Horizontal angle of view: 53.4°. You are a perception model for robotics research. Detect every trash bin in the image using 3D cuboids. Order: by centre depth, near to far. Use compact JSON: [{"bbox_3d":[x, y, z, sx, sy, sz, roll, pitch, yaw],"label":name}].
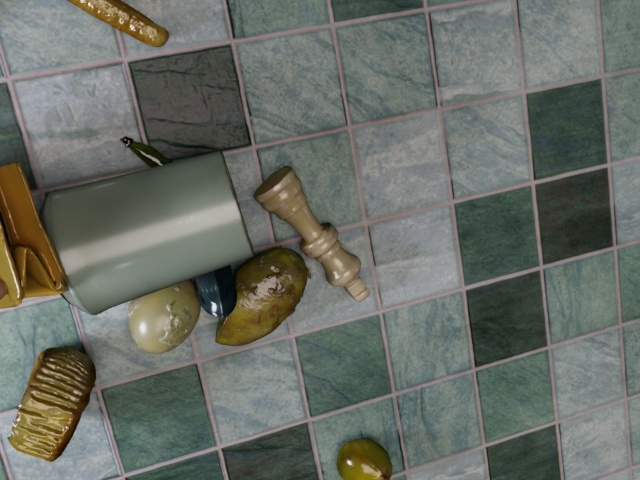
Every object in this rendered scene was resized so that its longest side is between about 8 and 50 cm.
[{"bbox_3d":[-0.382,-0.018,1.374,0.432,0.280,0.280,-17,105,-5],"label":"trash bin"}]

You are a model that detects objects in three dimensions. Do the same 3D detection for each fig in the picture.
[{"bbox_3d":[0.120,0.612,1.741,0.153,0.121,0.136,0,107,9],"label":"fig"}]

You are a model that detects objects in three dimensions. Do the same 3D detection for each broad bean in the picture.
[{"bbox_3d":[-0.346,-0.144,1.502,0.060,0.043,0.297,-40,107,6],"label":"broad bean"}]

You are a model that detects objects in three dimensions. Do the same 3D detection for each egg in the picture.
[{"bbox_3d":[-0.364,0.168,1.492,0.164,0.164,0.201,31,60,-18],"label":"egg"}]

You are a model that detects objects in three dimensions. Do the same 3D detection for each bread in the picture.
[{"bbox_3d":[-0.596,0.358,1.424,0.142,0.253,0.227,26,85,-20],"label":"bread"}]

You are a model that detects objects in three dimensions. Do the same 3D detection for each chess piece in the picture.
[{"bbox_3d":[0.000,0.000,1.592,0.117,0.117,0.397,-41,110,-4],"label":"chess piece"}]

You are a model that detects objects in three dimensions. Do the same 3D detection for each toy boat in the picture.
[{"bbox_3d":[-0.247,0.100,1.487,0.092,0.246,0.103,-9,126,-14],"label":"toy boat"}]

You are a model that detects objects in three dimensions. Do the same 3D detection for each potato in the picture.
[{"bbox_3d":[-0.153,0.142,1.559,0.176,0.141,0.298,41,88,-12],"label":"potato"}]

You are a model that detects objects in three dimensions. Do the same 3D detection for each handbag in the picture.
[{"bbox_3d":[-0.693,0.003,1.270,0.133,0.401,0.283,-24,102,-50],"label":"handbag"}]

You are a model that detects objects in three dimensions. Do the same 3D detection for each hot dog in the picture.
[{"bbox_3d":[-0.464,-0.505,1.378,0.285,0.088,0.061,27,98,-15],"label":"hot dog"}]
